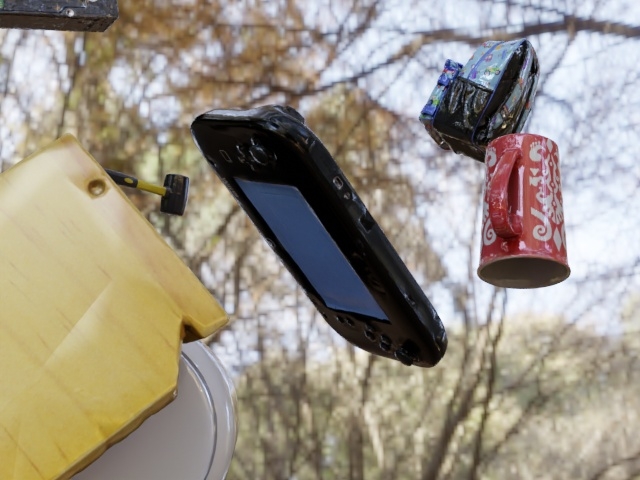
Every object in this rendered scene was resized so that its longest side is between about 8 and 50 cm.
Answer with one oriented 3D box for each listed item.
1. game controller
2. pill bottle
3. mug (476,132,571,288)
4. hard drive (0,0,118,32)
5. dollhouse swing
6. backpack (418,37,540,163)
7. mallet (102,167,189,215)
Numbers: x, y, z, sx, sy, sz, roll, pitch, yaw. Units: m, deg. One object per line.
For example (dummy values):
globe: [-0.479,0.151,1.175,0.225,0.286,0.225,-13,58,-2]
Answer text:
game controller: [0.000,0.000,1.223,0.166,0.067,0.319,0,-46,47]
pill bottle: [-0.194,0.184,1.292,0.224,0.224,0.392,1,-6,-3]
mug: [0.251,-0.044,1.576,0.113,0.169,0.150,4,-23,0]
hard drive: [-0.433,-0.385,1.628,0.338,0.237,0.064,-4,-10,-31]
dollhouse swing: [-0.296,0.126,1.149,0.347,0.315,0.305,-37,-19,-18]
backpack: [0.234,-0.207,1.825,0.116,0.173,0.158,24,-4,26]
mallet: [-0.258,-0.089,1.851,0.039,0.062,0.189,4,-15,39]
